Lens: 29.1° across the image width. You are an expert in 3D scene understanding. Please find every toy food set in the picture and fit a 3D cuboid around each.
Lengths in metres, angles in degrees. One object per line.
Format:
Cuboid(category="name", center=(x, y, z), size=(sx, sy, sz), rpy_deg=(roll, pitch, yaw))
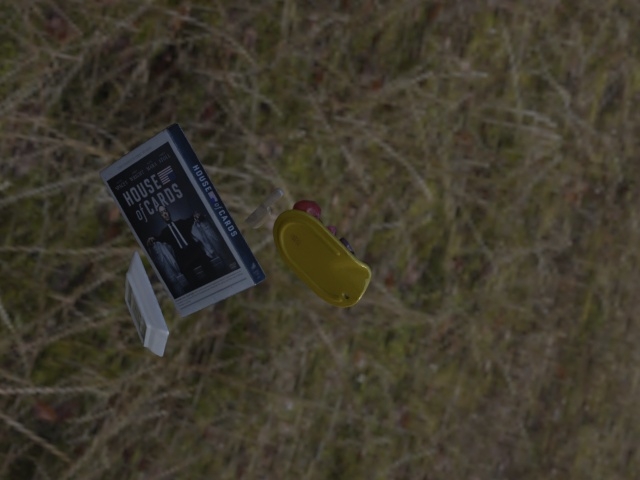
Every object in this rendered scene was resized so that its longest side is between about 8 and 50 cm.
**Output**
Cuboid(category="toy food set", center=(0.000, 0.000, 1.895), size=(0.071, 0.218, 0.128), rpy_deg=(-38, 170, -39))

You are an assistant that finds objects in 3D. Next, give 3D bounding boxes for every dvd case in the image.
Cuboid(category="dvd case", center=(-0.192, -0.023, 1.685), size=(0.029, 0.179, 0.238), rpy_deg=(-35, 97, -44))

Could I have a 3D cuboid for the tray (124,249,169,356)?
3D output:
Cuboid(category="tray", center=(-0.297, 0.114, 2.062), size=(0.270, 0.030, 0.145), rpy_deg=(124, -57, -74))
